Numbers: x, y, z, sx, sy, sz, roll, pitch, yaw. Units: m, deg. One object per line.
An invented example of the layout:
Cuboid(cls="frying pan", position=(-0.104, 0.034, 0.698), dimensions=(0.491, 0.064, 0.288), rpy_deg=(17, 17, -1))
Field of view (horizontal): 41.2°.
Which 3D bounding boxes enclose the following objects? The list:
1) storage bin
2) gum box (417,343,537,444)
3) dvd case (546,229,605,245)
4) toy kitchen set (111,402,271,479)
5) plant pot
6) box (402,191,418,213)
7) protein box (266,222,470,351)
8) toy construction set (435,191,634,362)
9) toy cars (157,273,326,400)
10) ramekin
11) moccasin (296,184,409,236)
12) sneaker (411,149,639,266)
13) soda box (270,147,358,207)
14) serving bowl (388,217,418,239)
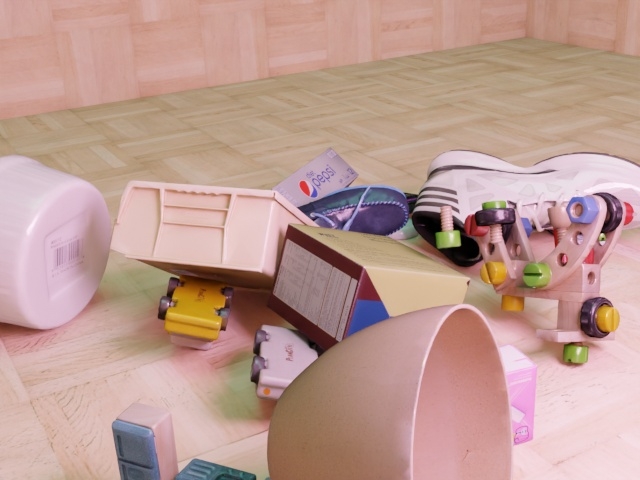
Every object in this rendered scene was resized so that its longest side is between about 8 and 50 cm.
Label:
Cuboid(cls="storage bin", position=(-0.160, 0.001, 1.377), dimensions=(0.260, 0.123, 0.262), rpy_deg=(6, -10, 17))
Cuboid(cls="gum box", position=(0.164, 0.204, 1.032), dimensions=(0.188, 0.107, 0.062), rpy_deg=(-10, 24, -18))
Cuboid(cls="dvd case", position=(0.498, -0.014, 1.642), dimensions=(0.087, 0.013, 0.119), rpy_deg=(-10, 22, -16))
Cuboid(cls="toy kitchen set", position=(-0.149, 0.278, 0.870), dimensions=(0.207, 0.122, 0.166), rpy_deg=(8, 25, 24))
Cuboid(cls="plant pot", position=(0.060, 0.206, 0.851), dimensions=(0.191, 0.284, 0.284), rpy_deg=(-3, 20, 29))
Cuboid(cls="box", position=(0.146, -0.075, 1.770), dimensions=(0.116, 0.029, 0.162), rpy_deg=(-12, 13, -23))
Cuboid(cls="protein box", position=(0.066, 0.076, 1.241), dimensions=(0.200, 0.136, 0.201), rpy_deg=(7, 14, -36))
Cuboid(cls="toy construction set", position=(0.353, 0.060, 1.289), dimensions=(0.257, 0.237, 0.309), rpy_deg=(-6, -4, 29))
Cuboid(cls="toy cars", position=(-0.119, 0.152, 1.221), dimensions=(0.176, 0.087, 0.394), rpy_deg=(-3, 21, -45))
Cuboid(cls="ramekin", position=(-0.458, 0.011, 1.372), dimensions=(0.135, 0.277, 0.277), rpy_deg=(14, 27, 17))
Cuboid(cls="moccasin", position=(0.000, 0.000, 1.551), dimensions=(0.342, 0.137, 0.117), rpy_deg=(-17, 32, 6))
Cuboid(cls="sneaker", position=(0.380, -0.031, 1.552), dimensions=(0.448, 0.169, 0.257), rpy_deg=(6, 41, 24))
Cuboid(cls="soda box", position=(-0.031, -0.091, 1.740), dimensions=(0.091, 0.098, 0.286), rpy_deg=(44, 34, 2))
Cuboid(cls="serving bowl", position=(0.156, -0.029, 1.699), dimensions=(0.083, 0.027, 0.083), rpy_deg=(-2, 23, 1))
